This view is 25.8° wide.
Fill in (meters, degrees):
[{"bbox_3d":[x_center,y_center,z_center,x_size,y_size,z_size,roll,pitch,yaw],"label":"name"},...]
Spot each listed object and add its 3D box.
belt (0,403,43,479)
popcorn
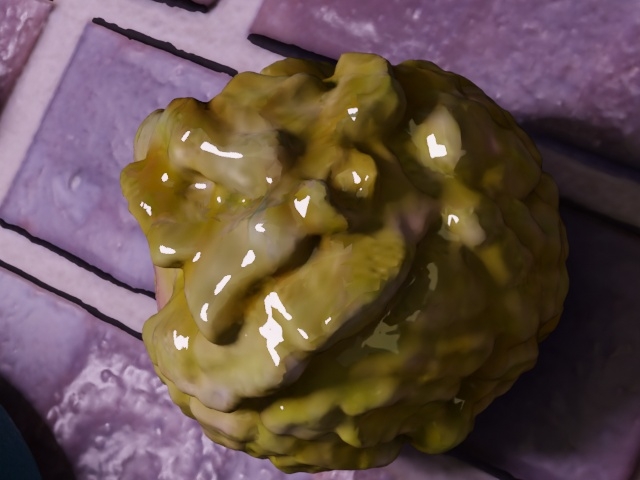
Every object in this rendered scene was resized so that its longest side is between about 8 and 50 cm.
[{"bbox_3d":[-0.371,0.177,0.884,0.436,0.173,0.300,24,94,30],"label":"belt"},{"bbox_3d":[0.000,0.000,0.742,0.259,0.212,0.259,-4,77,17],"label":"popcorn"}]
